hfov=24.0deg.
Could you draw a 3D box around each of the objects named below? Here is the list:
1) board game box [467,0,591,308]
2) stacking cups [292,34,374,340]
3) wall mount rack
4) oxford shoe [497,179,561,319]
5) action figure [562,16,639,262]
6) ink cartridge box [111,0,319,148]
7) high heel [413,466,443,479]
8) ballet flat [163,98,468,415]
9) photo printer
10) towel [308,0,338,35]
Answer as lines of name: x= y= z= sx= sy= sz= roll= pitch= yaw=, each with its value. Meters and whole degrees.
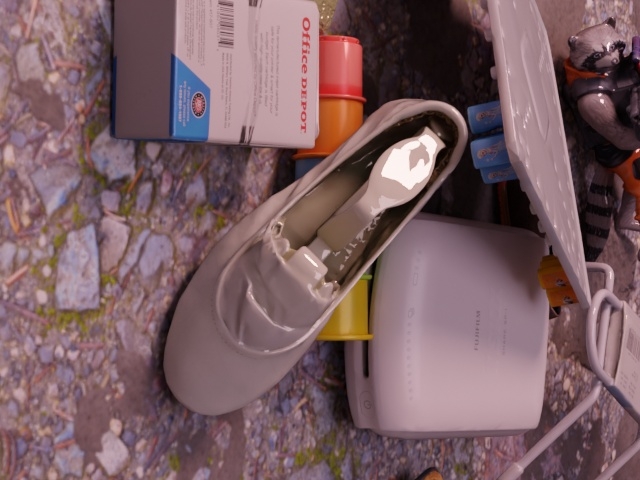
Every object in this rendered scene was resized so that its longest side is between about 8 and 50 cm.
board game box: x=0.216 y=-0.166 z=1.667 sx=0.390 sy=0.050 sz=0.390 roll=51 pitch=30 yaw=-57
stacking cups: x=0.011 y=-0.054 z=1.563 sx=0.096 sy=0.096 sz=0.316 roll=1 pitch=90 yaw=-50
wall mount rack: x=0.347 y=0.206 z=1.941 sx=0.350 sy=0.130 sz=0.304 roll=41 pitch=57 yaw=-52
oxford shoe: x=0.280 y=-0.029 z=1.885 sx=0.097 sy=0.098 sz=0.271 roll=14 pitch=80 yaw=-50
action figure: x=0.392 y=-0.124 z=1.968 sx=0.341 sy=0.178 sz=0.330 roll=-54 pitch=129 yaw=-67
ink cartridge box: x=-0.096 y=-0.164 z=1.436 sx=0.203 sy=0.086 sz=0.148 roll=1 pitch=91 yaw=-51
high heel: x=0.178 y=0.378 z=1.771 sx=0.261 sy=0.093 sz=0.186 roll=23 pitch=80 yaw=-39
ballet flat: x=0.000 y=0.000 z=1.447 sx=0.400 sy=0.139 sz=0.139 roll=-47 pitch=127 yaw=-17
photo printer: x=0.143 y=0.099 z=1.716 sx=0.307 sy=0.107 sz=0.256 roll=8 pitch=84 yaw=-50
towel: x=-0.009 y=-0.301 z=1.585 sx=0.110 sy=0.027 sz=0.148 roll=33 pitch=65 yaw=-47
